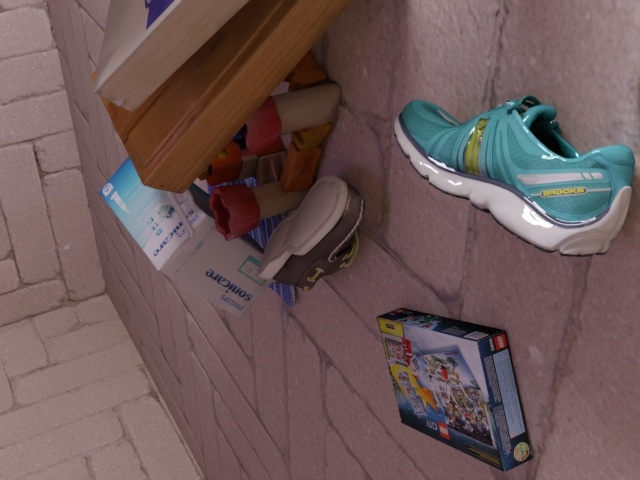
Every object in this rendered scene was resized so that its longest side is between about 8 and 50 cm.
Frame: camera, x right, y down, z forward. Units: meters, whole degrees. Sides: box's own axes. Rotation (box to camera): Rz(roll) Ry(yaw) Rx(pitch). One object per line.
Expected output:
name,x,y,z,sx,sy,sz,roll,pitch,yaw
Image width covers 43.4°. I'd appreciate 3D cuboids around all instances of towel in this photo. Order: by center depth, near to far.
towel,-0.146,-0.036,1.548,0.336,0.040,0.243,34,137,55

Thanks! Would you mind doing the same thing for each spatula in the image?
spatula,-0.232,-0.131,1.161,0.242,0.019,0.168,56,150,32

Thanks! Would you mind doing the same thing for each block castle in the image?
block castle,-0.174,-0.252,1.230,0.453,0.213,0.303,61,155,24

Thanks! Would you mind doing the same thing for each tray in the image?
tray,-0.110,-0.269,0.963,0.411,0.076,0.202,-44,60,24

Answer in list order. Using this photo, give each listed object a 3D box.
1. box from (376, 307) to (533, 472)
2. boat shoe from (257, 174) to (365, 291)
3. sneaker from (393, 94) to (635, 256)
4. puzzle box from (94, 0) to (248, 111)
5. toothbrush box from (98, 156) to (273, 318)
box,0.160,0.177,1.009,0.233,0.044,0.159,6,112,65
boat shoe,0.000,0.000,1.175,0.324,0.097,0.116,-41,29,62
sneaker,0.177,-0.084,0.751,0.275,0.107,0.109,37,120,46
puzzle box,-0.142,-0.370,0.912,0.272,0.052,0.408,-31,46,37
toothbrush box,-0.236,-0.019,1.443,0.216,0.126,0.295,39,-176,-44
